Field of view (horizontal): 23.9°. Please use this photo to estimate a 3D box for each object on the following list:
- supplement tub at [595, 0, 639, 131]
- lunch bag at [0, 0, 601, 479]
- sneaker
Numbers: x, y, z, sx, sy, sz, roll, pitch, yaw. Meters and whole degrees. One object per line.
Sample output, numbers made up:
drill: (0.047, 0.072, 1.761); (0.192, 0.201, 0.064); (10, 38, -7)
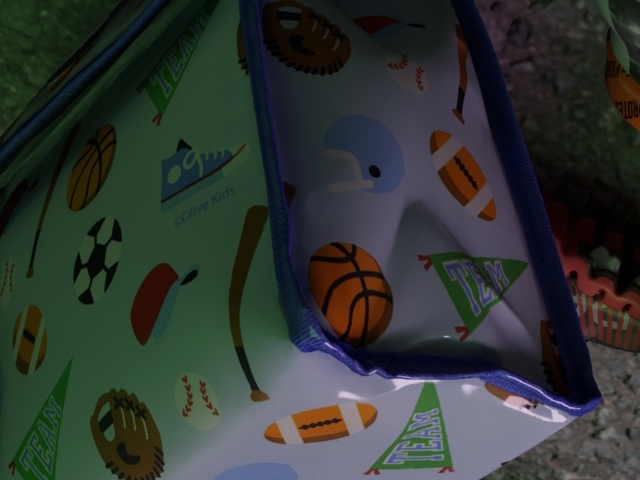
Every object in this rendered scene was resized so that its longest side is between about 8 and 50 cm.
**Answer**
supplement tub: (0.240, -0.211, 0.719); (0.207, 0.207, 0.338); (13, 128, 12)
lunch bag: (-0.058, -0.018, 0.886); (0.239, 0.385, 0.328); (18, 139, -35)
sneaker: (0.127, 0.023, 1.005); (0.276, 0.097, 0.135); (23, 120, 6)
